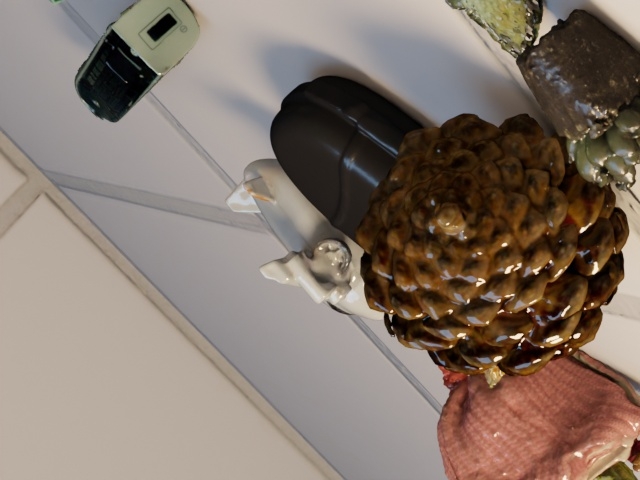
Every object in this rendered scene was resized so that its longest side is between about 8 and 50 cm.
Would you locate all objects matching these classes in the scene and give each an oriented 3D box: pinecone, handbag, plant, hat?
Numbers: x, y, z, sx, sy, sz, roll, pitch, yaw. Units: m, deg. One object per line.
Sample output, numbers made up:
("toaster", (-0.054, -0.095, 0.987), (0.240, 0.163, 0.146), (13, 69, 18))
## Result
("pinecone", (0.154, 0.017, 1.632), (0.243, 0.243, 0.257), (34, 154, 27))
("handbag", (0.076, -0.053, 1.916), (0.308, 0.093, 0.254), (38, 166, 12))
("plant", (0.220, -0.108, 1.398), (0.143, 0.094, 0.092), (53, 151, -2))
("hat", (0.226, 0.199, 2.065), (0.286, 0.236, 0.107), (47, 175, 43))

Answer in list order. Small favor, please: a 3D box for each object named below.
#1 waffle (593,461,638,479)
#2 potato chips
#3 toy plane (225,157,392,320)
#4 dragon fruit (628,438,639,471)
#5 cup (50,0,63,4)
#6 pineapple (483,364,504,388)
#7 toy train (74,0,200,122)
("waffle", (0.297, 0.248, 2.205), (0.208, 0.054, 0.214), (34, -173, -10))
("potato chips", (0.091, -0.239, 1.470), (0.220, 0.029, 0.202), (27, 159, 37))
("toy plane", (0.000, 0.000, 2.098), (0.244, 0.117, 0.245), (32, -149, -22))
("dragon fruit", (0.399, 0.248, 2.035), (0.126, 0.068, 0.112), (32, 179, -15))
("cup", (-0.332, -0.374, 1.943), (0.235, 0.148, 0.134), (36, 132, 20))
("pineapple", (0.190, 0.097, 1.984), (0.079, 0.135, 0.233), (43, 164, -12))
("toy train", (-0.232, -0.222, 2.226), (0.086, 0.088, 0.407), (45, 166, -7))
